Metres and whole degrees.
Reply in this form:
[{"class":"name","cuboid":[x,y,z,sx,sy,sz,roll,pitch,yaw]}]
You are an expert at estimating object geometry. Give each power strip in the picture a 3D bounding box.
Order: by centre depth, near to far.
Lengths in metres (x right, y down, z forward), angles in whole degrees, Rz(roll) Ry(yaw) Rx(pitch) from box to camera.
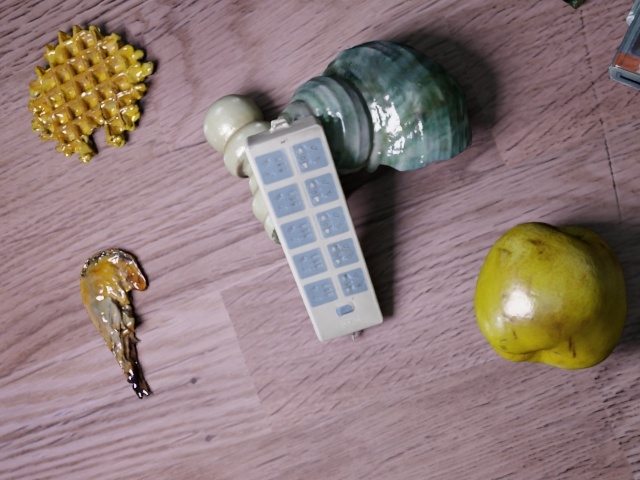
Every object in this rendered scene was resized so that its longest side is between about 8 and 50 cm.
[{"class":"power strip","cuboid":[0.000,0.000,1.000,0.106,0.043,0.367,-18,120,2]}]

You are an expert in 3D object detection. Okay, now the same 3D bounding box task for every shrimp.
[{"class":"shrimp","cuboid":[-0.333,0.138,1.207,0.117,0.066,0.262,-29,83,17]}]

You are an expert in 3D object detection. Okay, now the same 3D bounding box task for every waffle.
[{"class":"waffle","cuboid":[-0.407,-0.256,1.234,0.232,0.051,0.228,28,100,18]}]

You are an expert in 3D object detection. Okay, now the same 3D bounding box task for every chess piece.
[{"class":"chess piece","cuboid":[-0.089,-0.125,1.095,0.133,0.133,0.243,-43,71,15]}]

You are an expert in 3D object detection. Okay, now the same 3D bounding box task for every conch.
[{"class":"conch","cuboid":[0.066,-0.180,1.011,0.277,0.195,0.220,-6,58,-21]}]

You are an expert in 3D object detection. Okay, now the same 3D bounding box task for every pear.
[{"class":"pear","cuboid":[0.297,0.069,0.927,0.200,0.200,0.199,0,91,19]}]

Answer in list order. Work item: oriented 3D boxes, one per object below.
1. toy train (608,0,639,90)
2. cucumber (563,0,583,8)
[{"class":"toy train","cuboid":[0.491,-0.392,0.901,0.089,0.086,0.409,26,99,19]},{"class":"cucumber","cuboid":[0.275,-0.394,0.996,0.215,0.052,0.058,32,129,18]}]
